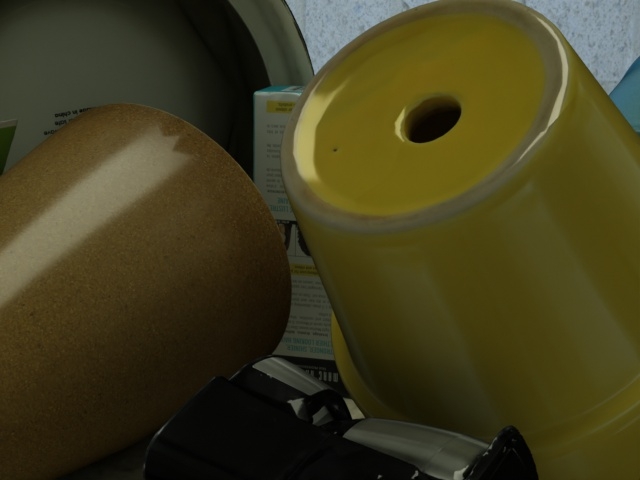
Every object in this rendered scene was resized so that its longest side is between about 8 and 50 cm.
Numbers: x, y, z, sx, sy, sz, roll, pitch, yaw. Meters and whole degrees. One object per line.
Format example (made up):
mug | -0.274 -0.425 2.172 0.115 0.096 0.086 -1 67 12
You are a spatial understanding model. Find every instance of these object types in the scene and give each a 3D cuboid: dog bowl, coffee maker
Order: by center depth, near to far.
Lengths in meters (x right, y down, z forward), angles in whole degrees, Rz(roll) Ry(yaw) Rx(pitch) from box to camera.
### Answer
coffee maker | -0.005 0.142 0.520 0.178 0.120 0.171 12 18 39
dog bowl | -0.208 -0.104 0.911 0.408 0.408 0.150 -1 12 -5

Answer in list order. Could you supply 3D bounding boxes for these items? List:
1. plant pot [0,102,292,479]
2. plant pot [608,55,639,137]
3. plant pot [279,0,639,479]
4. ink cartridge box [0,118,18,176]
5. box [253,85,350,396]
plant pot | -0.184 0.059 0.691 0.237 0.237 0.254 8 29 28
plant pot | 0.439 -0.094 1.249 0.272 0.271 0.255 11 32 36
plant pot | 0.101 -0.001 0.604 0.254 0.239 0.254 -17 48 20
ink cartridge box | -0.342 0.012 0.725 0.097 0.255 0.189 35 26 16
box | 0.000 0.000 0.830 0.100 0.244 0.060 5 14 12
